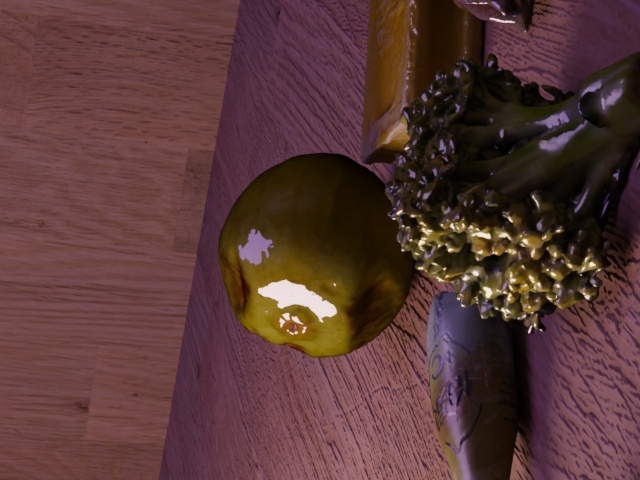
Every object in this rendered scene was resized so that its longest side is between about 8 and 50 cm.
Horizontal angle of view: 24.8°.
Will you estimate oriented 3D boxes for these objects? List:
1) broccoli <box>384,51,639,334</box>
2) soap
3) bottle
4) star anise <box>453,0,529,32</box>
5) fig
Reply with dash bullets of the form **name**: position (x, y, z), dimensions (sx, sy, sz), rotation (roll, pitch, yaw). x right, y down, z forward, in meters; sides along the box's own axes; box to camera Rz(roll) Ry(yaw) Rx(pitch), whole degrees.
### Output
- **broccoli**: position (0.151, -0.063, 1.231), dimensions (0.273, 0.180, 0.242), rotation (115, 158, -51)
- **soap**: position (0.115, -0.253, 1.661), dimensions (0.199, 0.091, 0.314), rotation (147, 127, -71)
- **bottle**: position (0.145, 0.176, 1.351), dimensions (0.083, 0.083, 0.269), rotation (122, 151, -60)
- **star anise**: position (0.134, -0.295, 1.462), dimensions (0.073, 0.197, 0.212), rotation (-41, 22, 5)
- **fig**: position (0.000, 0.000, 1.735), dimensions (0.239, 0.240, 0.271), rotation (115, 169, -52)
